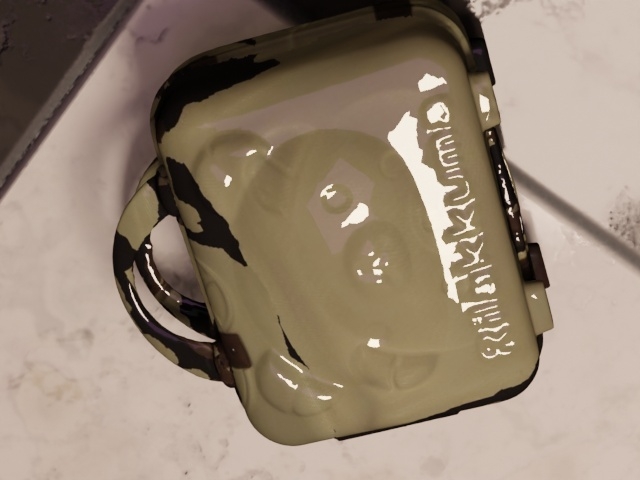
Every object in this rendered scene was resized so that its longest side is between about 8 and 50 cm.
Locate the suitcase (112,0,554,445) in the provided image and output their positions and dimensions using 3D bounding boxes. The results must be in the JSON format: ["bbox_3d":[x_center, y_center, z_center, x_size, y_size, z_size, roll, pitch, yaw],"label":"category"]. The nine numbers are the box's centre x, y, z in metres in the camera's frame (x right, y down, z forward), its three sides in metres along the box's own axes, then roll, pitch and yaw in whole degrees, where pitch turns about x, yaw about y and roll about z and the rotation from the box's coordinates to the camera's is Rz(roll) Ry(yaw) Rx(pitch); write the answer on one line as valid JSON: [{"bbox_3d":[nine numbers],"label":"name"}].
[{"bbox_3d":[0.000,0.000,1.565,0.339,0.194,0.352,-13,110,8],"label":"suitcase"}]
